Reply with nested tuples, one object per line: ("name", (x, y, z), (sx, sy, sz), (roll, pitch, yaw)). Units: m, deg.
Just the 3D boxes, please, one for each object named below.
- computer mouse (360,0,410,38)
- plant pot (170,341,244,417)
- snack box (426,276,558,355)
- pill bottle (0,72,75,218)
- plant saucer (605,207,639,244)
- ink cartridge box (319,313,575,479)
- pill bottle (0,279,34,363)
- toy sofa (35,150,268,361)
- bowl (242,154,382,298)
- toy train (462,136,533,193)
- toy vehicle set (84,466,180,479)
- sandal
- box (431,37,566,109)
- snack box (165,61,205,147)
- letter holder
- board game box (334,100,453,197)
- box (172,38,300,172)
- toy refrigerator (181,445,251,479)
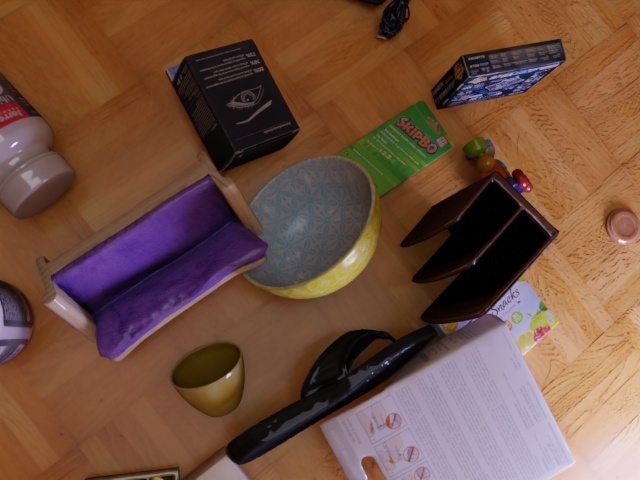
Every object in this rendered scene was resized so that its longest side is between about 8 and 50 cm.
("computer mouse", (0.078, -0.564, 1.346), (0.272, 0.072, 0.188), (29, 75, -18))
("plant pot", (-0.192, 0.262, 1.149), (0.134, 0.134, 0.095), (-23, 115, -13))
("snack box", (0.345, 0.164, 1.281), (0.207, 0.070, 0.174), (-37, 90, -14))
("pill bottle", (-0.589, -0.195, 1.108), (0.176, 0.176, 0.318), (-43, 91, -13))
("plant saucer", (0.673, -0.032, 1.400), (0.083, 0.013, 0.083), (2, 82, -11))
("ink cartridge box", (0.231, 0.362, 1.172), (0.385, 0.091, 0.308), (-28, 97, -2))
("pill bottle", (-0.575, 0.130, 1.006), (0.161, 0.283, 0.161), (2, 81, -10))
("toy sofa", (-0.282, 0.027, 1.089), (0.362, 0.150, 0.177), (-34, 51, -6))
("bowl", (0.000, 0.000, 1.182), (0.289, 0.289, 0.156), (-55, 137, -13))
("toy train", (0.330, -0.143, 1.248), (0.105, 0.248, 0.143), (-32, 77, 20))
("toy vehicle set", (-0.327, 0.549, 1.117), (0.166, 0.035, 0.266), (-4, 82, -11))
("sandal", (0.019, 0.252, 1.168), (0.446, 0.167, 0.107), (-28, 70, -13))
("box", (0.363, -0.341, 1.306), (0.220, 0.175, 0.051), (-13, 84, -11))
("snack box", (-0.241, -0.275, 1.262), (0.064, 0.022, 0.178), (-27, 87, -14))
("letter holder", (0.246, 0.030, 1.164), (0.152, 0.302, 0.214), (44, 77, -2))
("board game box", (0.145, -0.177, 1.313), (0.259, 0.039, 0.124), (-34, 90, -11))
("box", (-0.163, -0.257, 1.211), (0.153, 0.108, 0.207), (-25, 87, -30))
("toy refrigerator", (-0.130, 0.512, 1.130), (0.102, 0.094, 0.269), (-38, 92, -12))
